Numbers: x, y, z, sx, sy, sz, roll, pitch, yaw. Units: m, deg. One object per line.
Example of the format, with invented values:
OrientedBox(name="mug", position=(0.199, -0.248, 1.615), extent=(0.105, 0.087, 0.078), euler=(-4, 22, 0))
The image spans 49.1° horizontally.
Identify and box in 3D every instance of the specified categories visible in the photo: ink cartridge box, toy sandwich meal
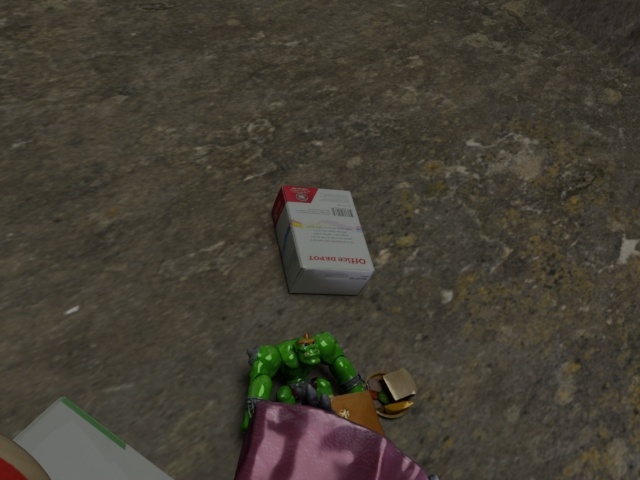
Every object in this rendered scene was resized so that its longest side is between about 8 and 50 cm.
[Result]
OrientedBox(name="ink cartridge box", position=(-0.239, 0.277, 0.699), extent=(0.154, 0.212, 0.093), euler=(34, 42, 7))
OrientedBox(name="ink cartridge box", position=(0.000, 0.000, 1.153), extent=(0.127, 0.072, 0.175), euler=(4, 50, -23))
OrientedBox(name="toy sandwich meal", position=(0.103, 0.222, 1.035), extent=(0.086, 0.029, 0.085), euler=(13, 47, -14))

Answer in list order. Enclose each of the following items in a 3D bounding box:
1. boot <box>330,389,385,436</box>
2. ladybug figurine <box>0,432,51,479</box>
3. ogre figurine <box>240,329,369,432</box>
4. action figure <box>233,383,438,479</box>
OrientedBox(name="boot", position=(0.080, 0.292, 0.871), extent=(0.295, 0.104, 0.211), euler=(-1, 75, -17))
OrientedBox(name="ladybug figurine", position=(-0.403, 0.295, 0.512), extent=(0.449, 0.162, 0.305), euler=(-27, 86, -5))
OrientedBox(name="ogre figurine", position=(-0.028, 0.191, 0.963), extent=(0.197, 0.097, 0.118), euler=(-13, 75, -16))
OrientedBox(name="action figure", position=(-0.048, 0.328, 0.622), extent=(0.248, 0.275, 0.370), euler=(17, 51, 19))
